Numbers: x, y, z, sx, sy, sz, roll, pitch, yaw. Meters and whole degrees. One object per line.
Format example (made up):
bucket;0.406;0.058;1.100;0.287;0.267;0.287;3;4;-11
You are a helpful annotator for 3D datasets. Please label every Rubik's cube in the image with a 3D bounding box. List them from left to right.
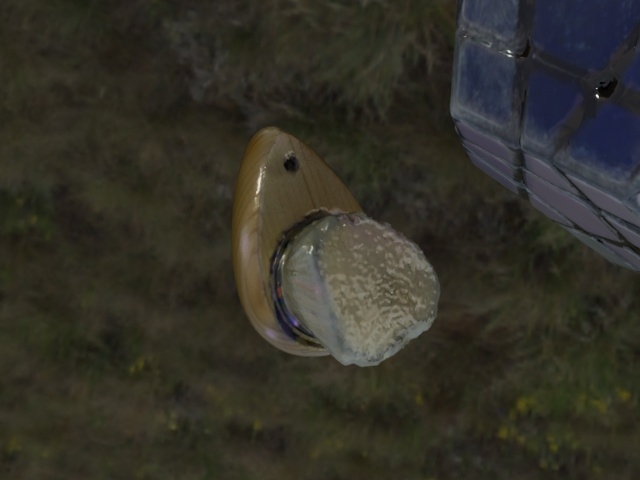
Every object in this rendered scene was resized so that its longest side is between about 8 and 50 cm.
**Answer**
Rubik's cube;0.219;-0.125;0.703;0.319;0.319;0.264;-13;175;42

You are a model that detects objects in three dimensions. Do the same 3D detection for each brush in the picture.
brush;0.000;0.000;1.302;0.174;0.267;0.166;-24;-172;-29
